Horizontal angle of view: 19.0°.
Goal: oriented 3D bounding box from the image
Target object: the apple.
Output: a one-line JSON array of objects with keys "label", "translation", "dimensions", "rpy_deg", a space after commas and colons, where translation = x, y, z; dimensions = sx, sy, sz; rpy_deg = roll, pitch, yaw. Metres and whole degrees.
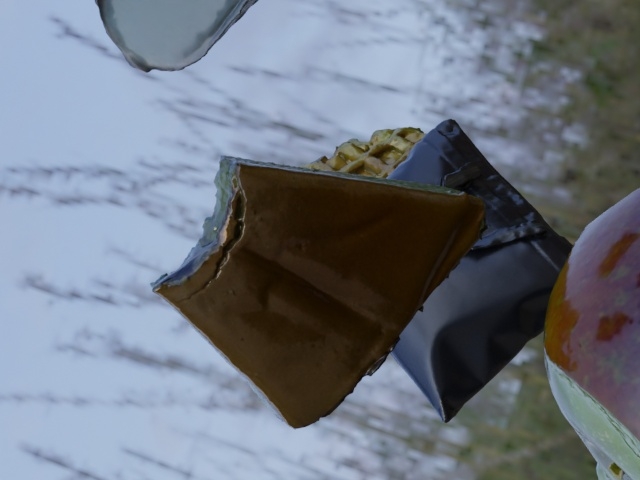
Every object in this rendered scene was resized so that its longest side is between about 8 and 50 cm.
[{"label": "apple", "translation": [0.326, 0.103, 1.404], "dimensions": [0.374, 0.384, 0.374], "rpy_deg": [-168, 90, -74]}]

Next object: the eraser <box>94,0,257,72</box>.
[{"label": "eraser", "translation": [-0.029, -0.209, 1.143], "dimensions": [0.174, 0.081, 0.227], "rpy_deg": [-48, 4, 35]}]

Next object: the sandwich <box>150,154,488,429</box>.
[{"label": "sandwich", "translation": [0.000, 0.000, 1.496], "dimensions": [0.245, 0.063, 0.212], "rpy_deg": [-49, -57, -11]}]

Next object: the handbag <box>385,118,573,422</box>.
[{"label": "handbag", "translation": [0.123, 0.020, 1.810], "dimensions": [0.211, 0.254, 0.089], "rpy_deg": [-39, -32, -5]}]

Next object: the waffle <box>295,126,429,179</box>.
[{"label": "waffle", "translation": [0.047, -0.026, 2.076], "dimensions": [0.262, 0.280, 0.060], "rpy_deg": [-81, -16, -46]}]
